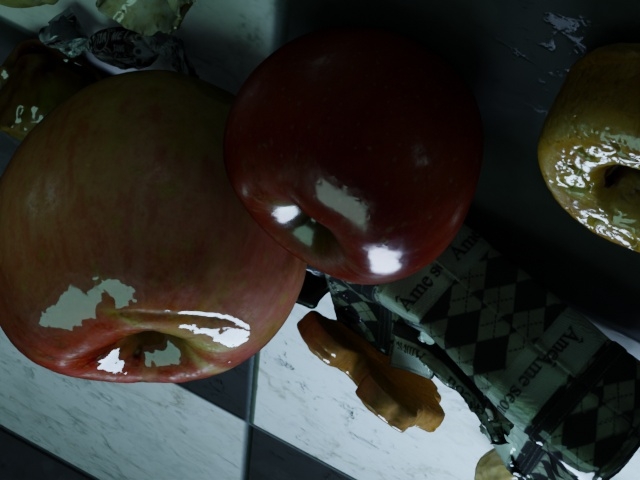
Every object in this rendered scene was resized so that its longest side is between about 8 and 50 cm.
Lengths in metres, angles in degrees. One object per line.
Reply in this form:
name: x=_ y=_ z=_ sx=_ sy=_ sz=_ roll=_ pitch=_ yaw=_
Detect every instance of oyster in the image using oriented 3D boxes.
oyster: x=-0.180 y=-0.306 z=1.417 sx=0.166 sy=0.110 sz=0.341 roll=27 pitch=158 yaw=22

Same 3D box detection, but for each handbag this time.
handbag: x=0.185 y=0.138 z=1.707 sx=0.416 sy=0.180 sz=0.317 roll=40 pitch=161 yaw=14

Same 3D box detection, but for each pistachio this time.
pistachio: x=-0.330 y=-0.170 z=1.810 sx=0.210 sy=0.130 sz=0.165 roll=10 pitch=131 yaw=32

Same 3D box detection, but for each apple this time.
apple: x=0.034 y=-0.088 z=1.446 sx=0.260 sy=0.216 sz=0.260 roll=26 pitch=156 yaw=12
apple: x=-0.194 y=-0.017 z=1.638 sx=0.364 sy=0.364 sz=0.364 roll=25 pitch=154 yaw=13

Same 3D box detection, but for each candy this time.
candy: x=-0.233 y=-0.227 z=1.692 sx=0.226 sy=0.051 sz=0.094 roll=15 pitch=171 yaw=32

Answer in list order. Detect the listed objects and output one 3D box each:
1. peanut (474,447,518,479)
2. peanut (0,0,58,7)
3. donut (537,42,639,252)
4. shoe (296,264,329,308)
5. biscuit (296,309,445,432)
peanut: x=0.324 y=0.384 z=2.122 sx=0.197 sy=0.110 sz=0.233 roll=11 pitch=150 yaw=36
peanut: x=-0.389 y=-0.341 z=1.553 sx=0.305 sy=0.147 sz=0.147 roll=25 pitch=155 yaw=15
donut: x=0.303 y=-0.075 z=1.294 sx=0.226 sy=0.114 sz=0.226 roll=26 pitch=156 yaw=13
shoe: x=0.000 y=0.000 z=1.770 sx=0.099 sy=0.112 sz=0.227 roll=25 pitch=156 yaw=17
biscuit: x=0.075 y=0.178 z=1.905 sx=0.202 sy=0.047 sz=0.334 roll=45 pitch=-171 yaw=16
